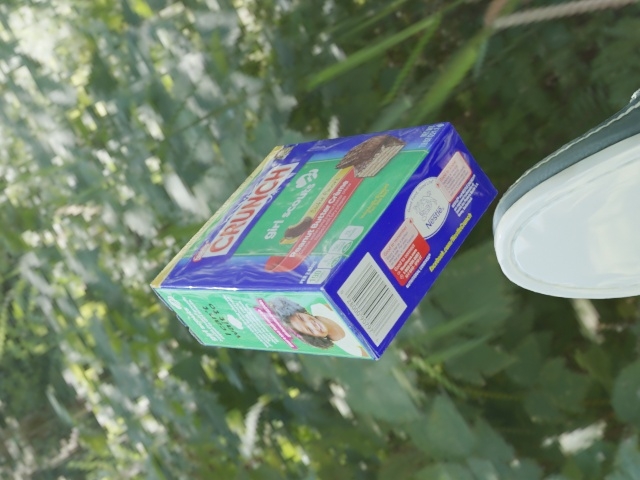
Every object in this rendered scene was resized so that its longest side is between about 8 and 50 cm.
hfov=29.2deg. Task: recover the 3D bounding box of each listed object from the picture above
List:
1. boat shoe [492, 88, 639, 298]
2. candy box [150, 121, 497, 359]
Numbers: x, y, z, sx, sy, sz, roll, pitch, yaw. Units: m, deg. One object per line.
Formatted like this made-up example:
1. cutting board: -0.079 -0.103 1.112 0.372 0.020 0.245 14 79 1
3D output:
1. boat shoe: 0.241 -0.063 0.749 0.099 0.319 0.116 -119 8 -50
2. candy box: 0.000 0.000 1.419 0.317 0.268 0.122 -4 130 50
